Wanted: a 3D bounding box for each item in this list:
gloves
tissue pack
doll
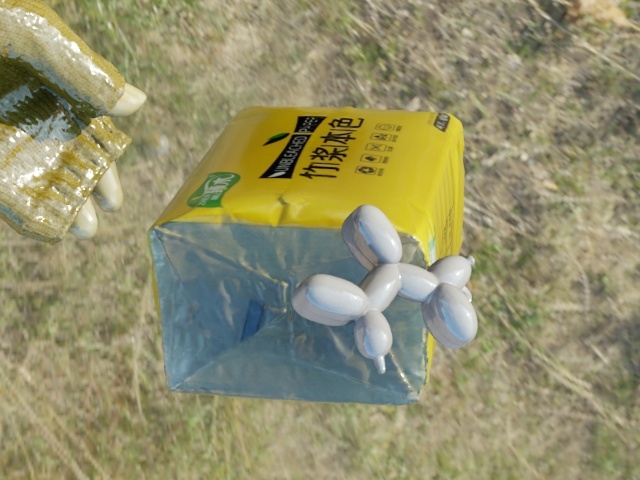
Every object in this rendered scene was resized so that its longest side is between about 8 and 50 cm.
[{"bbox_3d":[-0.302,-0.148,1.234,0.203,0.155,0.356,-36,116,10],"label":"gloves"},{"bbox_3d":[0.000,0.000,1.508,0.293,0.382,0.228,3,115,11],"label":"tissue pack"},{"bbox_3d":[0.073,0.047,1.247,0.160,0.059,0.161,39,58,-2],"label":"doll"}]
